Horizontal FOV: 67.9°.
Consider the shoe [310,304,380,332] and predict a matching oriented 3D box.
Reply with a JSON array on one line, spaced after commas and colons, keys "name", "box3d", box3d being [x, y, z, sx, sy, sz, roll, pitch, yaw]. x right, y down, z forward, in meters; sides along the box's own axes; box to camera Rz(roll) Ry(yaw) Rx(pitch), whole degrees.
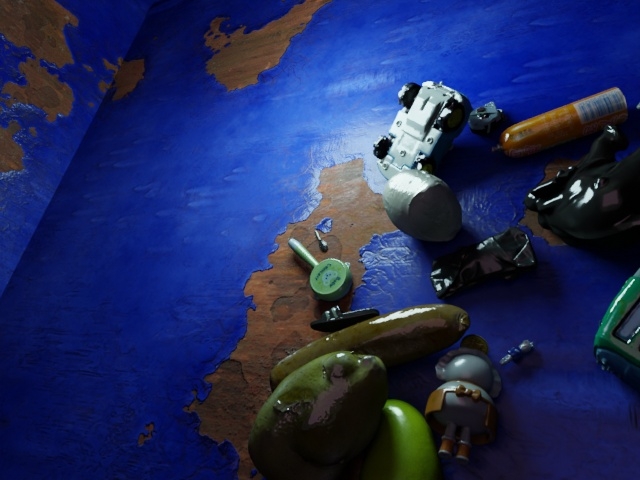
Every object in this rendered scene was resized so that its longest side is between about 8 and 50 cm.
[{"name": "shoe", "box3d": [0.061, 0.191, 1.215, 0.179, 0.071, 0.049, -15, 55, 13]}]

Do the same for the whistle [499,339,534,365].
[{"name": "whistle", "box3d": [0.419, 0.241, 1.019, 0.083, 0.029, 0.033, -34, 14, -1]}]

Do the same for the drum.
[{"name": "drum", "box3d": [-0.022, 0.087, 1.335, 0.253, 0.049, 0.130, 22, 73, 36]}]

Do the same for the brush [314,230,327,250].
[{"name": "brush", "box3d": [0.000, 0.000, 1.403, 0.024, 0.008, 0.083, -35, 51, 9]}]

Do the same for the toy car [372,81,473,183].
[{"name": "toy car", "box3d": [0.289, -0.285, 1.336, 0.198, 0.166, 0.314, 42, 115, 41]}]

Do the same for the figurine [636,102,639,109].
[{"name": "figurine", "box3d": [0.793, -0.206, 0.952, 0.342, 0.285, 0.167, -53, 11, -31]}]

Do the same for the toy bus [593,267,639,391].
[{"name": "toy bus", "box3d": [0.656, 0.214, 0.807, 0.199, 0.183, 0.343, -50, 50, -3]}]

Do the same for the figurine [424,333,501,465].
[{"name": "figurine", "box3d": [0.295, 0.310, 0.968, 0.143, 0.143, 0.271, 7, 64, 31]}]

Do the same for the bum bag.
[{"name": "bum bag", "box3d": [0.379, 0.054, 1.134, 0.248, 0.060, 0.123, -22, 54, 16]}]

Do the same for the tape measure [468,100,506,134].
[{"name": "tape measure", "box3d": [0.464, -0.340, 1.337, 0.094, 0.054, 0.091, -29, 46, 7]}]

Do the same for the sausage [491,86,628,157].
[{"name": "sausage", "box3d": [0.594, -0.285, 1.211, 0.312, 0.093, 0.093, -19, 54, 17]}]

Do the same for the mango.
[{"name": "mango", "box3d": [0.157, 0.463, 0.954, 0.175, 0.143, 0.293, -19, 43, 26]}]

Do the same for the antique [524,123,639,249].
[{"name": "antique", "box3d": [0.602, -0.102, 1.007, 0.255, 0.185, 0.322, -41, 17, 11]}]

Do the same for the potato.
[{"name": "potato", "box3d": [0.003, 0.363, 0.983, 0.218, 0.202, 0.351, 39, 102, 11]}]

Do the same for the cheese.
[{"name": "cheese", "box3d": [0.250, -0.090, 1.215, 0.154, 0.198, 0.189, -44, 41, 1]}]

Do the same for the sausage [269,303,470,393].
[{"name": "sausage", "box3d": [0.102, 0.256, 1.110, 0.501, 0.123, 0.136, -24, 18, 13]}]
